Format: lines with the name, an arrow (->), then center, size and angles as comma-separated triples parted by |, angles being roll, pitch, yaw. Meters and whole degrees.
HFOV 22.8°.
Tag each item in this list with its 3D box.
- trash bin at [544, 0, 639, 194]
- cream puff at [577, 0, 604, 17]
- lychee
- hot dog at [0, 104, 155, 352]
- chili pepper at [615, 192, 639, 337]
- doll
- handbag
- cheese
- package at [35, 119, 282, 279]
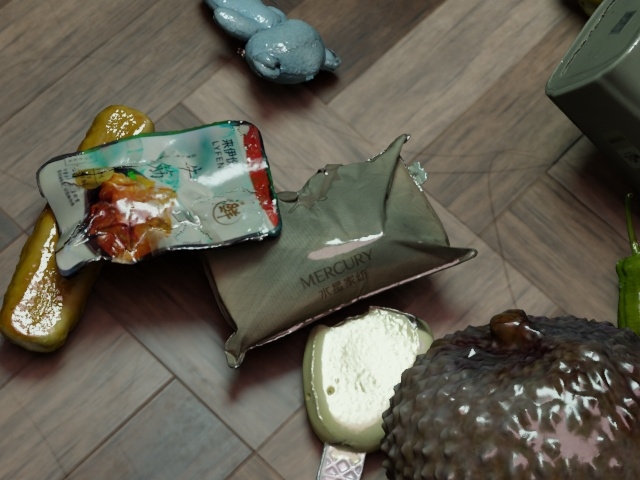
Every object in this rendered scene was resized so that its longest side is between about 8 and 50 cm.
trash bin -> 0.381, -0.136, 1.579 | 0.250, 0.220, 0.219 | 41, 70, -13
cream puff -> 0.385, -0.394, 1.729 | 0.257, 0.291, 0.324 | -5, 42, -31
lychee -> 0.201, 0.197, 1.430 | 0.300, 0.300, 0.300 | 2, 64, -4
hot dog -> -0.242, -0.013, 1.602 | 0.088, 0.061, 0.286 | 22, 64, 7
chili pepper -> 0.336, 0.060, 1.609 | 0.072, 0.073, 0.204 | 1, 75, -24
doll -> -0.069, -0.219, 1.715 | 0.120, 0.075, 0.180 | -15, 40, -43
handbag -> 0.000, 0.000, 1.582 | 0.270, 0.117, 0.182 | -23, 66, -7
cheese -> 0.027, 0.181, 1.536 | 0.127, 0.050, 0.255 | 16, 64, 3
package -> -0.161, -0.046, 1.554 | 0.232, 0.040, 0.166 | -11, 51, -3
